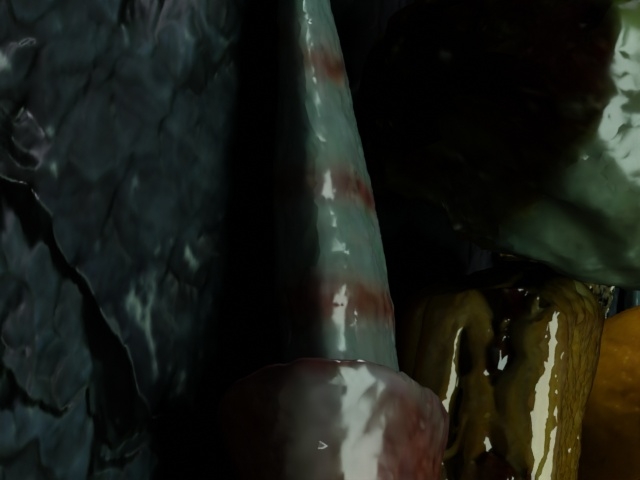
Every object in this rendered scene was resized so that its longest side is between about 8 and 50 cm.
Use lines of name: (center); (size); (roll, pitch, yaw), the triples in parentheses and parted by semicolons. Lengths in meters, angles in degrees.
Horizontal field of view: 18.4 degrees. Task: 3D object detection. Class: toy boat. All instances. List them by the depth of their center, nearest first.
toy boat: (0.000, 0.000, 0.864); (0.206, 0.096, 0.282); (28, 55, -77)

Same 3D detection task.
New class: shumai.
shumai: (0.142, -0.048, 0.985); (0.263, 0.309, 0.304); (-29, 126, -33)

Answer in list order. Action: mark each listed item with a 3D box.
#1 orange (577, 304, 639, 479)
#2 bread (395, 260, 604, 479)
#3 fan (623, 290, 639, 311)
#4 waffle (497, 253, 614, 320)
orange: (0.222, 0.141, 1.202); (0.219, 0.219, 0.193); (-56, 134, -49)
bread: (0.085, 0.113, 1.027); (0.235, 0.099, 0.210); (18, 79, -77)
fan: (0.280, 0.080, 1.574); (0.282, 0.023, 0.057); (35, 53, -63)
waffle: (0.153, -0.003, 1.238); (0.148, 0.042, 0.102); (46, 52, -61)
